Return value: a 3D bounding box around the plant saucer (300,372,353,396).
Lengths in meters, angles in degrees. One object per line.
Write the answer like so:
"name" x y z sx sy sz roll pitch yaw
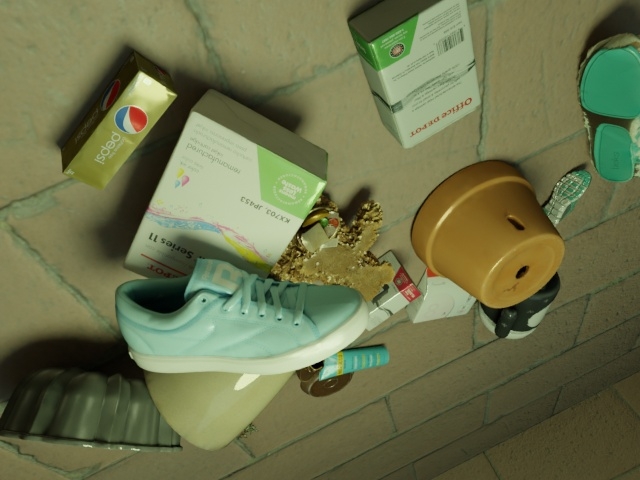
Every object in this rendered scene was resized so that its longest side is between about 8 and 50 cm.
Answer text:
"plant saucer" 0.026 0.398 1.408 0.168 0.029 0.169 -15 136 -15

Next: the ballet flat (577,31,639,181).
"ballet flat" 0.609 -0.280 0.997 0.146 0.147 0.409 -34 142 6

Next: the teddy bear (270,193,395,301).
"teddy bear" 0.000 0.000 0.953 0.337 0.113 0.245 20 113 -32

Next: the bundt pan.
"bundt pan" -0.416 0.317 0.935 0.330 0.124 0.331 5 158 2

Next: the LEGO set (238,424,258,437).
"LEGO set" -0.214 0.553 1.442 0.083 0.024 0.054 -34 138 27

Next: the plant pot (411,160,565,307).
"plant pot" 0.373 0.004 1.059 0.290 0.204 0.291 -15 133 -17

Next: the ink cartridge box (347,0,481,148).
"ink cartridge box" 0.151 -0.269 0.761 0.153 0.087 0.208 -30 138 1

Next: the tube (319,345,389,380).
"tube" 0.089 0.330 1.359 0.206 0.052 0.080 -4 94 -24

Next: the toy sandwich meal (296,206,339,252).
"toy sandwich meal" -0.002 -0.019 0.853 0.085 0.029 0.086 -11 124 -17

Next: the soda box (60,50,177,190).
"soda box" -0.273 -0.156 0.661 0.181 0.061 0.058 -45 137 18

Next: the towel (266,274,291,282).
"towel" -0.093 0.095 1.052 0.060 0.009 0.083 -37 138 8

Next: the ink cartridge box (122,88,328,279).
"ink cartridge box" -0.161 -0.021 0.766 0.207 0.119 0.354 26 119 -15

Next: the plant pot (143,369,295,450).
"plant pot" -0.146 0.214 0.954 0.274 0.257 0.256 -36 138 9

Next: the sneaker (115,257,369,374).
"sneaker" -0.117 0.095 0.689 0.365 0.135 0.150 -9 126 4

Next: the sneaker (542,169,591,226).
"sneaker" 0.602 -0.104 1.209 0.076 0.065 0.167 -13 142 -41

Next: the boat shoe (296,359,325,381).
"boat shoe" -0.022 0.311 1.264 0.064 0.060 0.178 6 129 -19

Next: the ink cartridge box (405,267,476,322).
"ink cartridge box" 0.343 0.111 1.276 0.188 0.066 0.233 -4 137 -25

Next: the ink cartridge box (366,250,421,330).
"ink cartridge box" 0.133 0.115 1.120 0.150 0.109 0.063 -37 139 9

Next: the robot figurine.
"robot figurine" 0.529 0.142 1.316 0.208 0.174 0.278 -10 135 -16
